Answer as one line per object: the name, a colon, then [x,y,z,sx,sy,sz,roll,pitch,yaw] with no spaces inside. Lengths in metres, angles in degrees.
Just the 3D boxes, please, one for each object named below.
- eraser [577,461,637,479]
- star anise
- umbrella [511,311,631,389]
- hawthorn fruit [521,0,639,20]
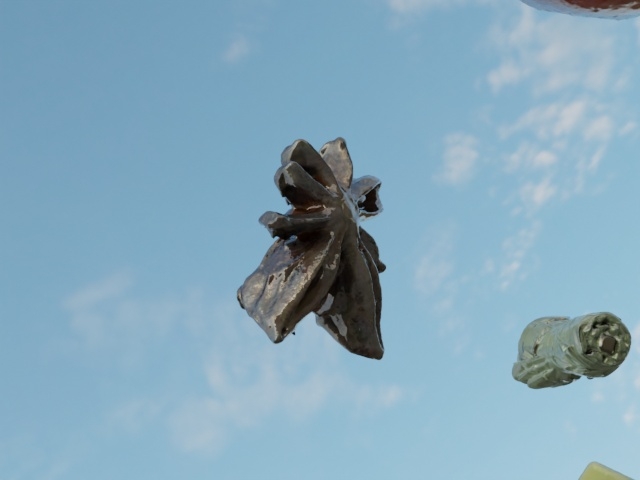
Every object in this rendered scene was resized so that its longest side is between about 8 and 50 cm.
eraser: [0.318,0.270,0.870,0.117,0.172,0.058,43,-103,-26]
star anise: [-0.001,0.004,1.005,0.110,0.258,0.198,-15,-34,34]
umbrella: [0.190,0.086,0.751,0.067,0.062,0.143,-42,0,-19]
hawthorn fruit: [0.300,-0.338,0.973,0.287,0.330,0.287,1,-60,2]
